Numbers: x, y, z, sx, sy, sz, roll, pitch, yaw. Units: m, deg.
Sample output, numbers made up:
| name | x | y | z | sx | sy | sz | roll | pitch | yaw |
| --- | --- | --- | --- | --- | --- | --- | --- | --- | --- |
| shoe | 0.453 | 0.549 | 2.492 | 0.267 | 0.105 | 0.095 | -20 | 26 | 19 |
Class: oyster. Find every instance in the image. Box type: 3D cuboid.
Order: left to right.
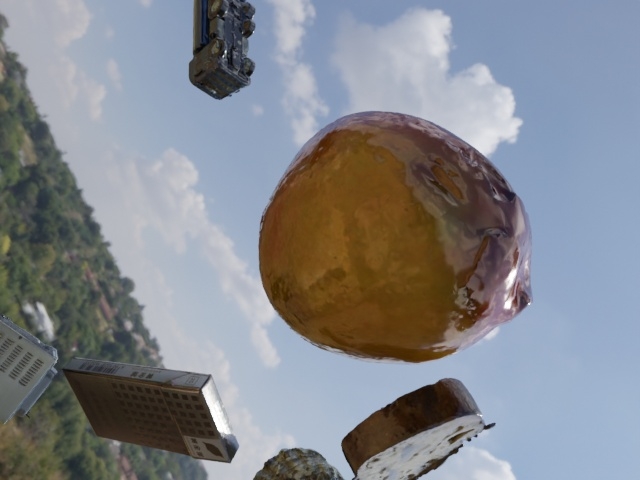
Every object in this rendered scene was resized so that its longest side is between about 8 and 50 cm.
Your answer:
| name | x | y | z | sx | sy | sz | roll | pitch | yaw |
| --- | --- | --- | --- | --- | --- | --- | --- | --- | --- |
| oyster | -0.042 | 0.450 | 1.223 | 0.125 | 0.177 | 0.064 | 58 | 17 | 1 |

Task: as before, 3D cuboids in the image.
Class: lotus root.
| name | x | y | z | sx | sy | sz | roll | pitch | yaw |
| --- | --- | --- | --- | --- | --- | --- | --- | --- | --- |
| lotus root | 0.117 | 0.297 | 0.952 | 0.170 | 0.260 | 0.074 | 23 | 32 | -44 |

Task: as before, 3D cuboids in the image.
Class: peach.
| name | x | y | z | sx | sy | sz | roll | pitch | yaw |
| --- | --- | --- | --- | --- | --- | --- | --- | --- | --- |
| peach | 0.092 | 0.008 | 0.858 | 0.372 | 0.289 | 0.373 | 6 | -81 | 40 |

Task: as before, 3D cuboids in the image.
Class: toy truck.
| name | x | y | z | sx | sy | sz | roll | pitch | yaw |
| --- | --- | --- | --- | --- | --- | --- | --- | --- | --- |
| toy truck | -0.150 | -0.305 | 0.960 | 0.074 | 0.088 | 0.202 | 26 | 51 | -47 |

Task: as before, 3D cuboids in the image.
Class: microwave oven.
| name | x | y | z | sx | sy | sz | roll | pitch | yaw |
| --- | --- | --- | --- | --- | --- | --- | --- | --- | --- |
| microwave oven | -0.577 | 0.223 | 1.189 | 0.194 | 0.145 | 0.240 | 36 | -20 | -12 |

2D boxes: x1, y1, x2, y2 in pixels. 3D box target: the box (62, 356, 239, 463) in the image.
| name | x | y | z | sx | sy | sz | roll | pitch | yaw |
| --- | --- | --- | --- | --- | --- | --- | --- | --- | --- |
| box | -0.317 | 0.311 | 1.216 | 0.324 | 0.047 | 0.180 | 1 | -59 | 27 |
